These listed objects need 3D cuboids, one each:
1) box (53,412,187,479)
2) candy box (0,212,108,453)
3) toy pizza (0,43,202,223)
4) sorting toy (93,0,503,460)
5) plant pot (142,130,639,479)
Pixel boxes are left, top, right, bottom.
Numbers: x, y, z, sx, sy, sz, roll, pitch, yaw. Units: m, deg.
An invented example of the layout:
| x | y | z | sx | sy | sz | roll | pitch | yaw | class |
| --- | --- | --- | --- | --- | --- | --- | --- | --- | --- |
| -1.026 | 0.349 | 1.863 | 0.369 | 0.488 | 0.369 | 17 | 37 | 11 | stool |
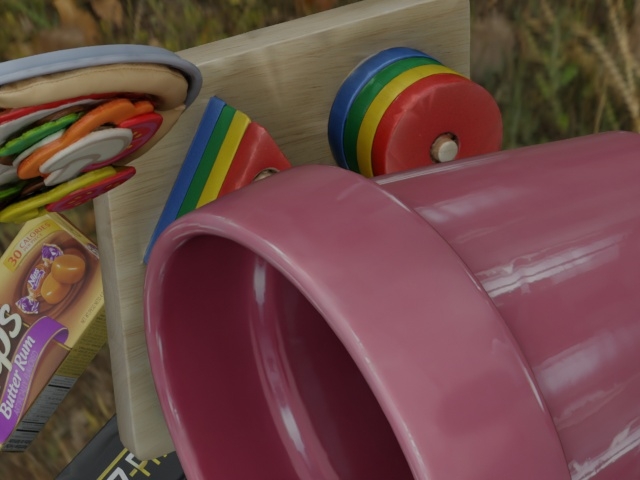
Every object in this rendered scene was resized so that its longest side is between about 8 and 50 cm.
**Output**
| x | y | z | sx | sy | sz | roll | pitch | yaw | class |
| --- | --- | --- | --- | --- | --- | --- | --- | --- | --- |
| -0.184 | 0.259 | 1.638 | 0.097 | 0.318 | 0.395 | 34 | 50 | 8 | box |
| -0.251 | 0.078 | 1.600 | 0.109 | 0.053 | 0.186 | 39 | 95 | 21 | candy box |
| -0.139 | -0.024 | 0.743 | 0.201 | 0.201 | 0.032 | -21 | 82 | -4 | toy pizza |
| 0.000 | 0.000 | 1.129 | 0.257 | 0.255 | 0.089 | -19 | 33 | -27 | sorting toy |
| 0.061 | 0.049 | 0.677 | 0.180 | 0.201 | 0.201 | -25 | 73 | -25 | plant pot |
